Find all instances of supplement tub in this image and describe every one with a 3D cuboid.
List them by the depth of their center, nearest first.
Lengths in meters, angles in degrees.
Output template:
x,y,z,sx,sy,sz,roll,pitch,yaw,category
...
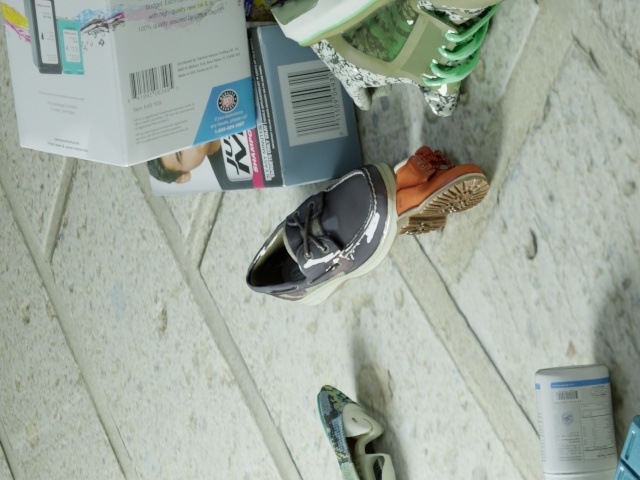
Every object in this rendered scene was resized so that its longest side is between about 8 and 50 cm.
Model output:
x,y,z,sx,sy,sz,roll,pitch,yaw,category
0.236,0.170,1.636,0.071,0.071,0.107,-7,87,62,supplement tub

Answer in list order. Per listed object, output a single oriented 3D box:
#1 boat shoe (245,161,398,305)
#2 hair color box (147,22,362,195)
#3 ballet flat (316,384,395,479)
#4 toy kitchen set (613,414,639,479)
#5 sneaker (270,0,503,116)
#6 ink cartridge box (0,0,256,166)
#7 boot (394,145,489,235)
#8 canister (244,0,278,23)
x,y,z,sx,sy,sz,roll,pitch,yaw,category
0.000,0.000,2.026,0.285,0.092,0.103,-43,57,55,boat shoe
-0.098,-0.156,2.150,0.374,0.113,0.185,-1,100,62,hair color box
0.051,0.242,2.013,0.070,0.070,0.188,-49,54,53,ballet flat
0.272,0.255,1.477,0.207,0.166,0.122,48,134,48,toy kitchen set
0.121,-0.219,1.784,0.410,0.158,0.182,-2,123,60,sneaker
-0.216,-0.244,1.955,0.197,0.198,0.270,12,113,43,ink cartridge box
0.119,-0.064,1.839,0.158,0.059,0.084,-30,63,60,boot
-0.102,-0.318,2.094,0.073,0.170,0.126,35,123,55,canister
